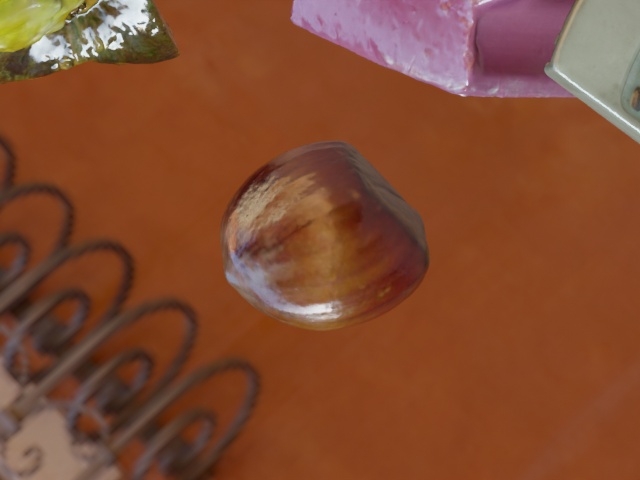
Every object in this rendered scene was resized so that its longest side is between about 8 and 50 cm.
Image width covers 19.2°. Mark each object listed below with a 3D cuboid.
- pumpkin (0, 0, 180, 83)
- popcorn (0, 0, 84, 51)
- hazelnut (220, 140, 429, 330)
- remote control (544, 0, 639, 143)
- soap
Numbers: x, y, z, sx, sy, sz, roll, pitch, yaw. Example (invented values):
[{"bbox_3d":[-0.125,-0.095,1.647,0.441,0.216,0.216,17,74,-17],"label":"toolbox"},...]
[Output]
[{"bbox_3d":[-0.296,-0.316,2.222,0.095,0.258,0.290,-107,9,-51],"label":"pumpkin"},{"bbox_3d":[-0.294,-0.266,1.479,0.276,0.276,0.225,40,149,24],"label":"popcorn"},{"bbox_3d":[0.000,0.002,2.028,0.181,0.181,0.212,21,-151,-54],"label":"hazelnut"},{"bbox_3d":[0.311,-0.112,1.525,0.285,0.123,0.038,35,167,-19],"label":"remote control"},{"bbox_3d":[0.180,-0.213,1.651,0.233,0.359,0.128,28,113,43],"label":"soap"}]
